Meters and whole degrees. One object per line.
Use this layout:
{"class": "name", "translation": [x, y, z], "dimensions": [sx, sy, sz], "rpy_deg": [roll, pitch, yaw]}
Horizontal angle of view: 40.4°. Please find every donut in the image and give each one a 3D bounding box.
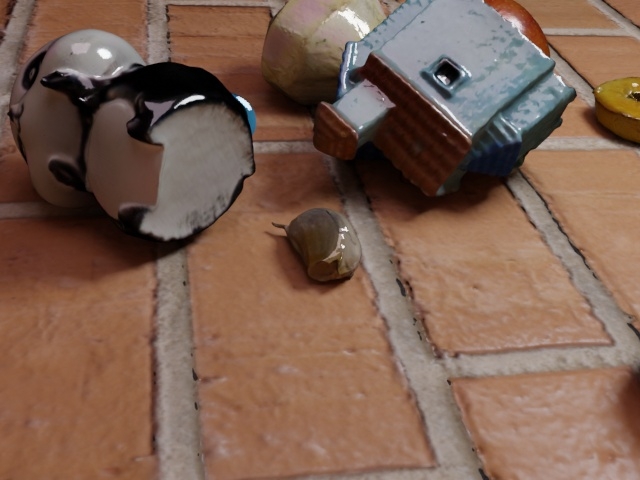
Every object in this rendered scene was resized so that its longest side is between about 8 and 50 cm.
{"class": "donut", "translation": [0.561, -0.223, 1.518], "dimensions": [0.162, 0.065, 0.178], "rpy_deg": [0, 35, 0]}

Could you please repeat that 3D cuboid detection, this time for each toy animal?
{"class": "toy animal", "translation": [-0.265, -0.143, 1.136], "dimensions": [0.310, 0.250, 0.251], "rpy_deg": [31, 41, 28]}

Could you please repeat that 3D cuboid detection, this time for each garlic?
{"class": "garlic", "translation": [0.002, -0.007, 1.110], "dimensions": [0.084, 0.066, 0.152], "rpy_deg": [-11, 39, -19]}

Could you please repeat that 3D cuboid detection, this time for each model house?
{"class": "model house", "translation": [0.142, -0.172, 1.281], "dimensions": [0.329, 0.251, 0.295], "rpy_deg": [-41, 76, -20]}

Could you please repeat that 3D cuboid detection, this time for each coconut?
{"class": "coconut", "translation": [0.003, -0.341, 1.499], "dimensions": [0.237, 0.197, 0.236], "rpy_deg": [3, 39, -3]}

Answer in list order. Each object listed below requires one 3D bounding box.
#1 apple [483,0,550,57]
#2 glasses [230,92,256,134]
{"class": "apple", "translation": [0.272, -0.315, 1.493], "dimensions": [0.173, 0.210, 0.235], "rpy_deg": [-40, 30, -22]}
{"class": "glasses", "translation": [-0.227, -0.202, 1.339], "dimensions": [0.239, 0.102, 0.207], "rpy_deg": [-3, 35, -12]}
